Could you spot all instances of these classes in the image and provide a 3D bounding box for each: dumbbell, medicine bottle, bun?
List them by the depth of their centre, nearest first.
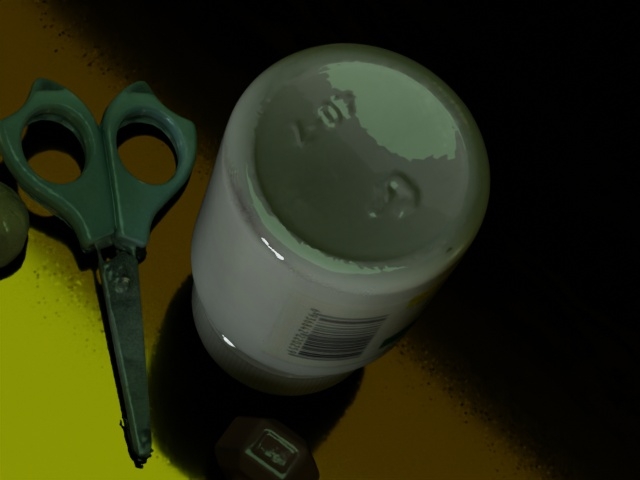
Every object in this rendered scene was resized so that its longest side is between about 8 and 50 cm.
[{"bbox_3d":[0.000,0.000,1.458,0.208,0.339,0.208,4,69,-10],"label":"medicine bottle"},{"bbox_3d":[-0.093,0.252,1.483,0.092,0.082,0.231,37,67,3],"label":"dumbbell"},{"bbox_3d":[-0.299,-0.017,1.560,0.086,0.055,0.086,4,68,-9],"label":"bun"}]

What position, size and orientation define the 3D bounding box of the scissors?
[{"bbox_3d":[-0.184,0.023,1.576,0.191,0.029,0.360,-2,74,-27],"label":"scissors"}]
